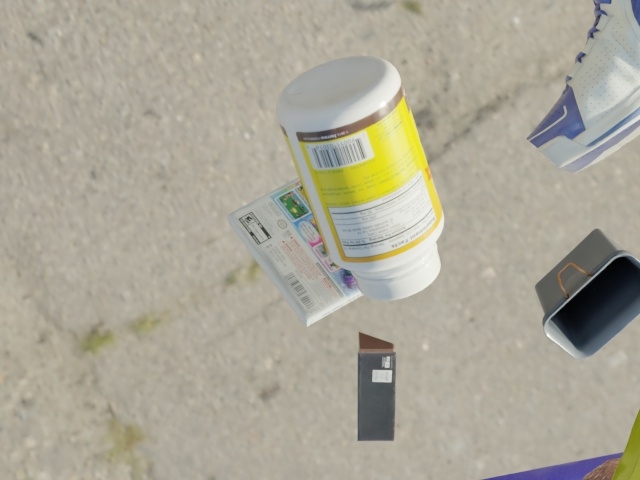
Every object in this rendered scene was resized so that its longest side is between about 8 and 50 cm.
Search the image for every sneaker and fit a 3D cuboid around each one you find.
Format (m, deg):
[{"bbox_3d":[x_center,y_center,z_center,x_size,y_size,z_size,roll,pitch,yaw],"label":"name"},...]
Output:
[{"bbox_3d":[0.326,-0.228,1.593,0.315,0.182,0.127,-42,167,9],"label":"sneaker"}]

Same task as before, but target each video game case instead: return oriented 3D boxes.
[{"bbox_3d":[0.000,0.000,1.622,0.143,0.157,0.019,-29,155,-20],"label":"video game case"}]

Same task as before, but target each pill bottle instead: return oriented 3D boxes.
[{"bbox_3d":[0.044,-0.053,1.376,0.117,0.117,0.215,-24,120,-6],"label":"pill bottle"}]

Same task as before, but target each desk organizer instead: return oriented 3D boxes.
[{"bbox_3d":[0.067,0.177,1.815,0.047,0.050,0.130,0,119,1],"label":"desk organizer"}]

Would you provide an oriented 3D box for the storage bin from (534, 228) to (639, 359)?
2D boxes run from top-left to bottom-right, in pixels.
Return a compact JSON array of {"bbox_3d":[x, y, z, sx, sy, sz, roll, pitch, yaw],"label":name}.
[{"bbox_3d":[0.307,0.052,1.724,0.098,0.091,0.135,37,106,-27],"label":"storage bin"}]

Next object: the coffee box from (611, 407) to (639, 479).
[{"bbox_3d":[0.402,0.212,0.916,0.338,0.338,0.334,-18,121,47],"label":"coffee box"}]

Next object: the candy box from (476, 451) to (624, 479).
[{"bbox_3d":[0.228,0.324,1.367,0.317,0.268,0.122,-18,114,29],"label":"candy box"}]
